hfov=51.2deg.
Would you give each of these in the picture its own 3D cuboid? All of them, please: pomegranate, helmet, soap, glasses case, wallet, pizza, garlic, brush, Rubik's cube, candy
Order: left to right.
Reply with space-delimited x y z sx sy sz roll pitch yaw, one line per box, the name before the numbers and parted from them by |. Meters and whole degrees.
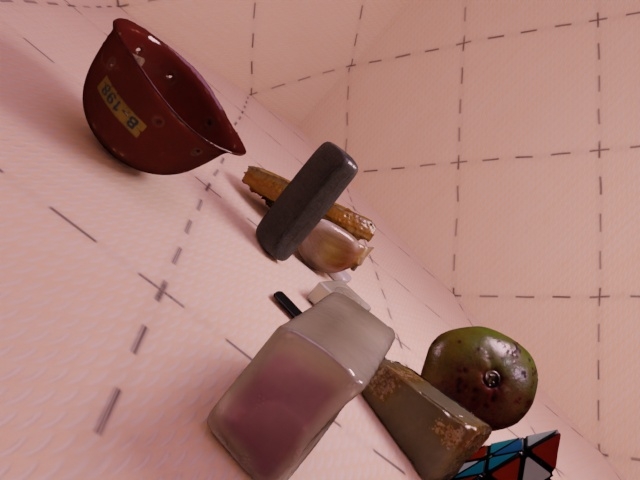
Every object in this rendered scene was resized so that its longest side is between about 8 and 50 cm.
helmet | -0.370 -0.267 1.456 0.385 0.230 0.337 51 14 -4
glasses case | -0.039 -0.101 1.705 0.074 0.323 0.131 31 14 -38
brush | -0.033 0.185 1.482 0.193 0.016 0.063 44 13 9
candy | -0.015 0.210 1.030 0.145 0.208 0.359 38 13 8
pizza | -0.023 -0.070 2.077 0.440 0.130 0.406 27 -6 13
garlic | -0.005 0.000 1.881 0.267 0.148 0.128 35 1 -31
wallet | 0.015 0.061 2.014 0.190 0.033 0.095 45 11 6
soap | 0.050 0.162 1.711 0.121 0.063 0.183 44 11 14
pomegranate | 0.407 0.345 1.721 0.291 0.291 0.323 45 12 9
Rubik's cube | 0.388 0.460 1.366 0.250 0.234 0.284 31 18 -42

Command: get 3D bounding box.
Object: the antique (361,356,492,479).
antique | 0.197 0.352 1.398 0.284 0.150 0.125 41 10 34
